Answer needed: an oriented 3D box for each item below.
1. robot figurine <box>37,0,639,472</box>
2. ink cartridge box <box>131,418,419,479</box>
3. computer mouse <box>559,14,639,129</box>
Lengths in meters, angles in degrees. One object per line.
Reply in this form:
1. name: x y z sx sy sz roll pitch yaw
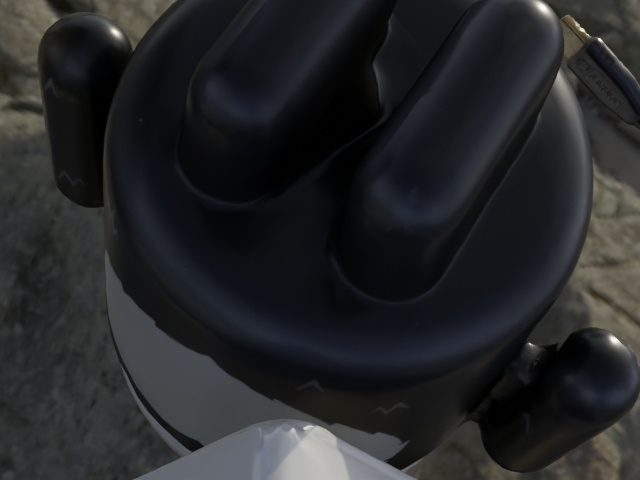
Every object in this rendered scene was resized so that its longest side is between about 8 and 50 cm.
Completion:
1. robot figurine: 0.000 0.003 0.496 0.173 0.278 0.209 -15 68 -15
2. ink cartridge box: 0.010 0.218 0.364 0.198 0.115 0.273 35 41 -38
3. computer mouse: 0.173 -0.170 0.624 0.262 0.184 0.060 48 28 -9
